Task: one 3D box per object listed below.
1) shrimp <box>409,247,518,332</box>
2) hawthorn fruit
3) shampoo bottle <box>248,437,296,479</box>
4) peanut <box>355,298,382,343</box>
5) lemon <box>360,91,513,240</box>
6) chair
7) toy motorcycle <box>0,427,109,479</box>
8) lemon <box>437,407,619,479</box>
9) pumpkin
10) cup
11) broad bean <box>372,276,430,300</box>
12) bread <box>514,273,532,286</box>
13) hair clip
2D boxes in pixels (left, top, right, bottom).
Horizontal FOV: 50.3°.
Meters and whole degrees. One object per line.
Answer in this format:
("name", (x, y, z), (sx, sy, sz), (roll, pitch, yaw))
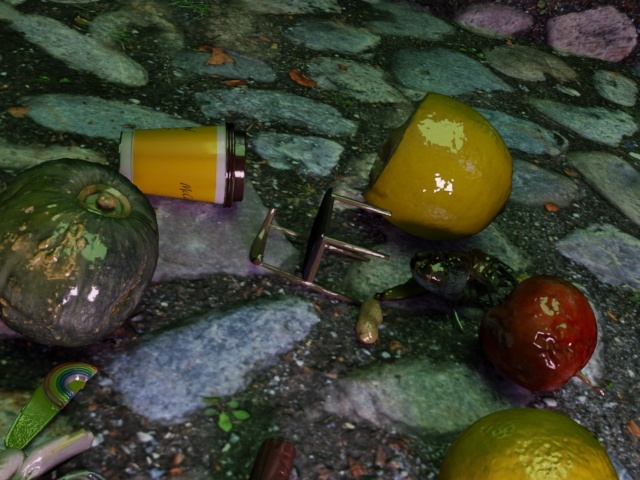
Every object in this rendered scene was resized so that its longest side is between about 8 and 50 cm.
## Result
("shrimp", (0.330, 0.105, 1.515), (0.372, 0.172, 0.137), (16, 15, -34))
("hawthorn fruit", (0.459, 0.211, 1.367), (0.271, 0.241, 0.242), (48, 45, 15))
("shampoo bottle", (-0.093, 0.405, 1.013), (0.068, 0.067, 0.236), (27, 38, -7))
("peanut", (0.100, 0.165, 1.394), (0.054, 0.053, 0.113), (19, 41, -2))
("lemon", (0.300, -0.156, 1.640), (0.365, 0.364, 0.364), (12, 39, -10))
("chair", (0.000, 0.000, 1.449), (0.272, 0.166, 0.188), (16, 39, -6))
("toy motorcycle", (-0.452, 0.352, 0.885), (0.341, 0.107, 0.222), (-17, 58, -29))
("lemon", (0.318, 0.393, 1.053), (0.293, 0.293, 0.293), (12, 39, -10))
("pumpkin", (-0.431, 0.020, 1.164), (0.292, 0.257, 0.327), (26, 30, -14))
("cup", (-0.300, -0.171, 1.514), (0.280, 0.196, 0.196), (1, 42, -12))
("broad bean", (0.236, 0.093, 1.545), (0.298, 0.043, 0.060), (-23, 47, -39))
("bread", (0.502, 0.117, 1.641), (0.049, 0.033, 0.088), (-12, 43, -15))
("hair clip", (-0.428, 0.251, 1.073), (0.060, 0.033, 0.188), (24, 38, 5))
